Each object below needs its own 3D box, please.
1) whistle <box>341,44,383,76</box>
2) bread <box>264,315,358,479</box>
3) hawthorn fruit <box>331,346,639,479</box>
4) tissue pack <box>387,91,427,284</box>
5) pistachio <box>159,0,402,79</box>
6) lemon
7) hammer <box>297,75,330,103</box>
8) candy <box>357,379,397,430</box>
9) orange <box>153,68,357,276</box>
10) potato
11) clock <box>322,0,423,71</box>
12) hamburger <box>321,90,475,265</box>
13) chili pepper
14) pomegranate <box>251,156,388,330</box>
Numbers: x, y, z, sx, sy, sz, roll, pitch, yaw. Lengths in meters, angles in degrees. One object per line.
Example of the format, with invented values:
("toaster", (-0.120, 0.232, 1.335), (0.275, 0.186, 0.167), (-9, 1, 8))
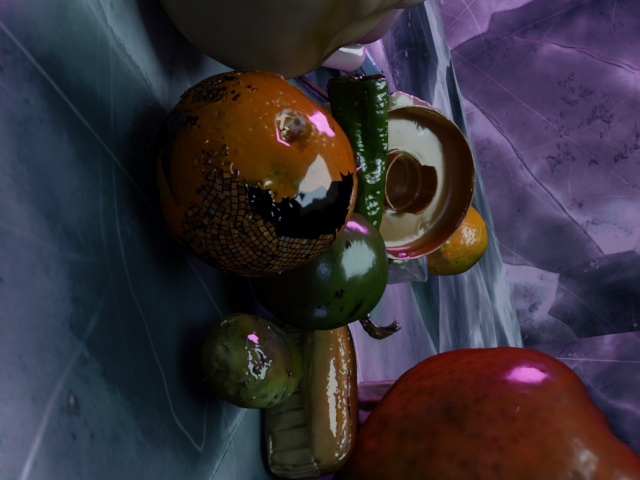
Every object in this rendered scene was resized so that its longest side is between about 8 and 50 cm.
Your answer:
("whistle", (0.033, -0.381, 1.646), (0.186, 0.093, 0.274), (59, 5, 26))
("bread", (-0.008, 0.202, 1.196), (0.140, 0.106, 0.236), (53, 33, -58))
("hawthorn fruit", (0.217, 0.387, 1.252), (0.472, 0.471, 0.472), (-10, 90, -72))
("tissue pack", (0.126, -0.098, 1.713), (0.228, 0.128, 0.311), (62, 26, -48))
("pistachio", (-0.042, -0.397, 1.083), (0.281, 0.365, 0.446), (147, -48, -65))
("lemon", (0.297, -0.008, 2.094), (0.256, 0.188, 0.188), (-27, 107, -68))
("hammer", (-0.018, -0.274, 1.544), (0.292, 0.029, 0.058), (19, 62, -67))
("candy", (0.193, 0.323, 1.621), (0.320, 0.179, 0.135), (35, 50, -64))
("orange", (-0.069, -0.075, 0.978), (0.182, 0.234, 0.234), (126, -23, -47))
("potato", (-0.075, 0.141, 1.045), (0.117, 0.090, 0.225), (61, 11, 10))
("clock", (0.062, -0.466, 1.374), (0.184, 0.326, 0.342), (-2, 70, -28))
("hamburger", (0.080, -0.096, 1.381), (0.274, 0.212, 0.275), (-5, 100, -29))
("chili pepper", (0.063, -0.046, 1.213), (0.076, 0.084, 0.359), (-38, 124, -74))
("pomegranate", (0.000, 0.000, 1.126), (0.181, 0.181, 0.224), (-6, 98, -72))
